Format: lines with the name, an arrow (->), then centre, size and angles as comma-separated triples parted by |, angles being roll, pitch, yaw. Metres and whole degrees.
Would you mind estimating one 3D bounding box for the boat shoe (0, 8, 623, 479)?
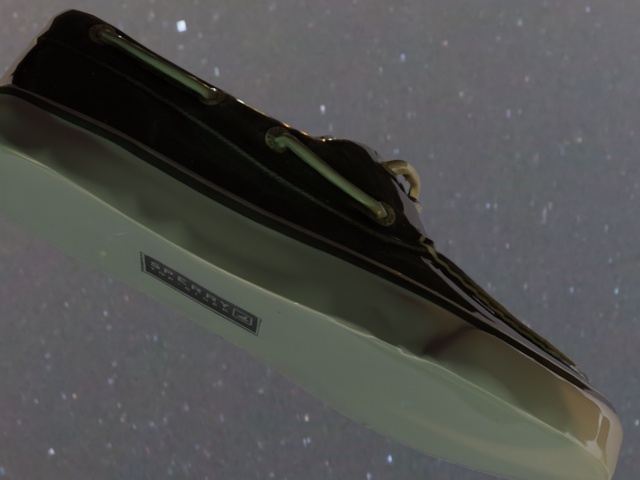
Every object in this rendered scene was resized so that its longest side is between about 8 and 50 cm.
boat shoe -> 0.000, 0.000, 0.352 | 0.219, 0.078, 0.070 | 30, -114, -1
